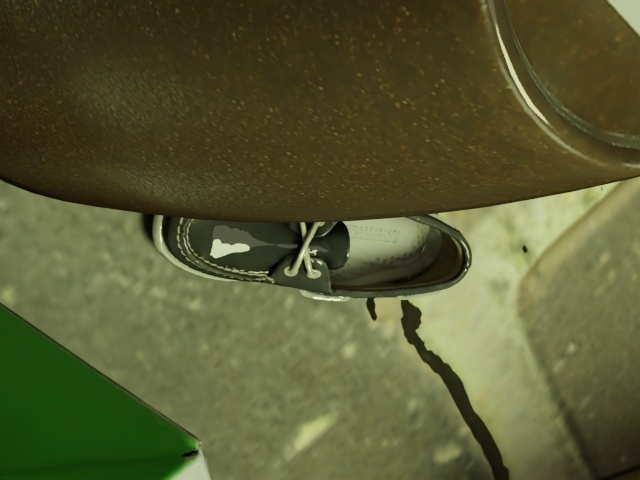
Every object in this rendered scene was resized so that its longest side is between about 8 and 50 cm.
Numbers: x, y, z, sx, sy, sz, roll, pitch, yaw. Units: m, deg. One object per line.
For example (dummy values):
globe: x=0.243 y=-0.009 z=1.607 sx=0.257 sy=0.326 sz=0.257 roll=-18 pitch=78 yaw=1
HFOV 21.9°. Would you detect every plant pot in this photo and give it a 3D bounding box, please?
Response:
plant pot: x=0.009 y=-0.092 z=0.428 sx=0.215 sy=0.230 sz=0.215 roll=-10 pitch=107 yaw=-33

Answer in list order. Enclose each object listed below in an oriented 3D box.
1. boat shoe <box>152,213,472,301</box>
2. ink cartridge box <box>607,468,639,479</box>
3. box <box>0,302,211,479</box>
boat shoe: x=0.000 y=0.000 z=0.590 sx=0.125 sy=0.038 sz=0.046 roll=10 pitch=102 yaw=-39
ink cartridge box: x=0.181 y=0.180 z=0.664 sx=0.193 sy=0.234 sz=0.088 roll=-14 pitch=114 yaw=-32
box: x=-0.137 y=0.184 z=0.464 sx=0.262 sy=0.126 sz=0.231 roll=-38 pitch=137 yaw=-25
